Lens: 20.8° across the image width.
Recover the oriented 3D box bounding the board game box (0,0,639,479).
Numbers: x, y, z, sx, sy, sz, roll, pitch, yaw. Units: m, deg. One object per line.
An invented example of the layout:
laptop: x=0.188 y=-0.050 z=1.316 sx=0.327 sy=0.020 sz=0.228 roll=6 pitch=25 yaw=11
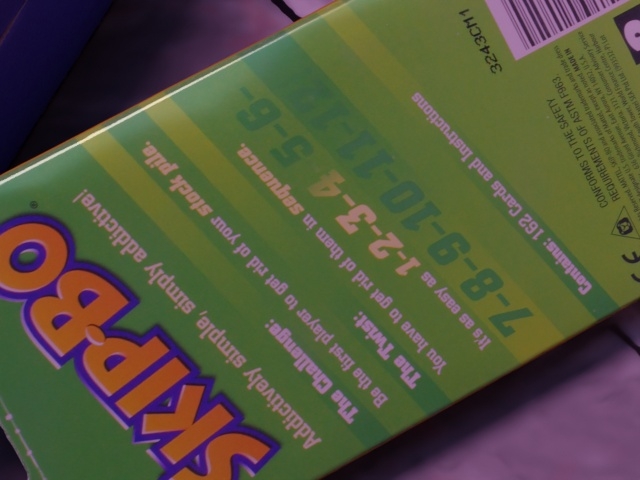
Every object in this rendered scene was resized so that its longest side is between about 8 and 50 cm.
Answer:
board game box: x=0.000 y=0.000 z=0.527 sx=0.259 sy=0.039 sz=0.124 roll=-29 pitch=94 yaw=-11

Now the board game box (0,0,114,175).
board game box: x=-0.217 y=-0.138 z=0.572 sx=0.291 sy=0.141 sz=0.232 roll=26 pitch=67 yaw=5
